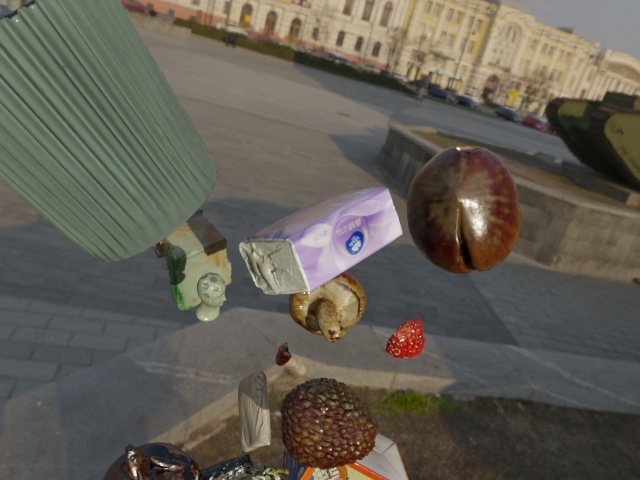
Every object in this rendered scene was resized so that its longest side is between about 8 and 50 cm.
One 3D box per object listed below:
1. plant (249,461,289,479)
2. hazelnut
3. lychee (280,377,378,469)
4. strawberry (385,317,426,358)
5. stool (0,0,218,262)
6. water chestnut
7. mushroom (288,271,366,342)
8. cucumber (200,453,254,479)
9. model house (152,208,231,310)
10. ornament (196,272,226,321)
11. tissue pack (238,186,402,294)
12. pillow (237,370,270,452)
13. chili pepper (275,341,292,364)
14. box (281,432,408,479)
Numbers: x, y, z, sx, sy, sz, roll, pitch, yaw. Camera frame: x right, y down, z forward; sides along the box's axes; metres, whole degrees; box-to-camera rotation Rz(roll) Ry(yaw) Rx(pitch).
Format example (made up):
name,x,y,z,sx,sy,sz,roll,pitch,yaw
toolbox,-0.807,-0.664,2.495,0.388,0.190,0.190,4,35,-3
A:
name,x,y,z,sx,sy,sz,roll,pitch,yaw
plant,-0.153,0.710,1.642,0.104,0.122,0.116,50,8,-33
hazelnut,0.462,-0.104,1.815,0.403,0.428,0.402,4,-1,0
lychee,0.016,0.471,1.395,0.272,0.235,0.236,-1,7,34
strawberry,0.347,0.399,2.120,0.111,0.190,0.236,44,1,23
stool,-0.341,-0.166,0.785,0.297,0.330,0.297,-21,35,16
water chestnut,-0.494,0.698,1.540,0.300,0.299,0.300,14,19,-5
mushroom,0.039,0.222,1.939,0.268,0.267,0.255,4,-3,-31
cucumber,-0.313,0.756,1.731,0.212,0.077,0.062,-17,8,-1
model house,-0.496,0.047,1.993,0.245,0.312,0.280,-27,54,-30
ornament,-0.280,0.142,1.390,0.081,0.156,0.074,28,49,4
tissue pack,0.000,0.000,1.356,0.338,0.160,0.242,-30,16,-33
pillow,-0.222,0.564,1.780,0.067,0.173,0.270,19,44,-30
chili pepper,-0.137,0.414,1.936,0.059,0.268,0.050,45,64,10
box,0.079,0.790,1.847,0.349,0.256,0.318,31,8,-9
